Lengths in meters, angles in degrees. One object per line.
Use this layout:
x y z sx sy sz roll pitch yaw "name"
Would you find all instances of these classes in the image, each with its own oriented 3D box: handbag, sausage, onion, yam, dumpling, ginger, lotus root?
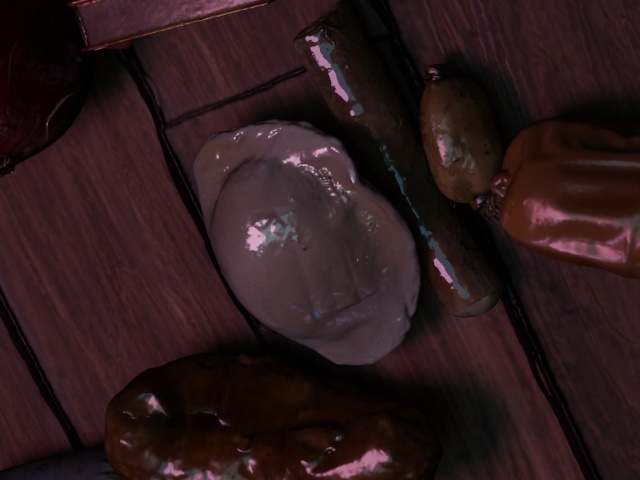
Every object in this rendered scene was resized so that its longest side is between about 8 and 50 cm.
-0.108 -0.214 1.658 0.190 0.127 0.063 -11 103 25 "handbag"
0.258 -0.034 1.579 0.241 0.136 0.120 10 119 23 "sausage"
-0.329 -0.152 1.727 0.281 0.221 0.281 2 92 45 "onion"
0.070 -0.065 1.680 0.066 0.066 0.300 -25 101 28 "yam"
0.000 0.000 1.687 0.179 0.131 0.252 -25 101 35 "dumpling"
-0.037 0.188 1.773 0.321 0.172 0.165 2 73 15 "ginger"
0.123 -0.080 1.644 0.063 0.072 0.152 -14 101 47 "lotus root"

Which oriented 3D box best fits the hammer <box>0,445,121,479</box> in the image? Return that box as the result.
-0.210 0.365 1.936 0.206 0.119 0.335 -13 111 26 "hammer"
